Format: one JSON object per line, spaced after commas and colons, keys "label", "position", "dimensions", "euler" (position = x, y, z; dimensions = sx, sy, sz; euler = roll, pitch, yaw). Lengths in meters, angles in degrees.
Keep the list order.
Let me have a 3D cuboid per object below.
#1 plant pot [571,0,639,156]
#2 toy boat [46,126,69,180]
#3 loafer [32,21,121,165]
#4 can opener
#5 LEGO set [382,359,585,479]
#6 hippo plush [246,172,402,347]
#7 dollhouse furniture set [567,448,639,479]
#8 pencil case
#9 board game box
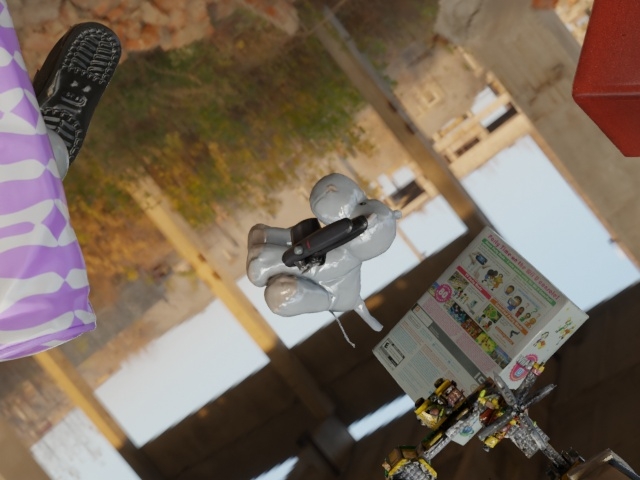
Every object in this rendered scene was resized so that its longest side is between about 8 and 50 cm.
{"label": "plant pot", "position": [0.535, -0.269, 1.305], "dimensions": [0.235, 0.267, 0.267], "euler": [11, -98, 36]}
{"label": "toy boat", "position": [-0.352, -0.134, 0.777], "dimensions": [0.267, 0.318, 0.148], "euler": [-7, -140, 42]}
{"label": "loafer", "position": [-0.301, -0.155, 1.070], "dimensions": [0.220, 0.080, 0.078], "euler": [-53, -146, 9]}
{"label": "can opener", "position": [0.000, 0.000, 1.263], "dimensions": [0.059, 0.073, 0.186], "euler": [-22, 179, -29]}
{"label": "LEGO set", "position": [0.238, 0.323, 1.110], "dimensions": [0.255, 0.331, 0.192], "euler": [-37, -178, 2]}
{"label": "hippo plush", "position": [0.020, 0.017, 1.681], "dimensions": [0.236, 0.294, 0.234], "euler": [-53, 164, 29]}
{"label": "dollhouse furniture set", "position": [0.418, 0.238, 0.760], "dimensions": [0.303, 0.286, 0.198], "euler": [-30, -173, -4]}
{"label": "pencil case", "position": [-0.169, -0.039, 0.425], "dimensions": [0.086, 0.206, 0.088], "euler": [-20, 179, 25]}
{"label": "board game box", "position": [0.266, 0.160, 1.594], "dimensions": [0.303, 0.097, 0.224], "euler": [-48, -133, 9]}
